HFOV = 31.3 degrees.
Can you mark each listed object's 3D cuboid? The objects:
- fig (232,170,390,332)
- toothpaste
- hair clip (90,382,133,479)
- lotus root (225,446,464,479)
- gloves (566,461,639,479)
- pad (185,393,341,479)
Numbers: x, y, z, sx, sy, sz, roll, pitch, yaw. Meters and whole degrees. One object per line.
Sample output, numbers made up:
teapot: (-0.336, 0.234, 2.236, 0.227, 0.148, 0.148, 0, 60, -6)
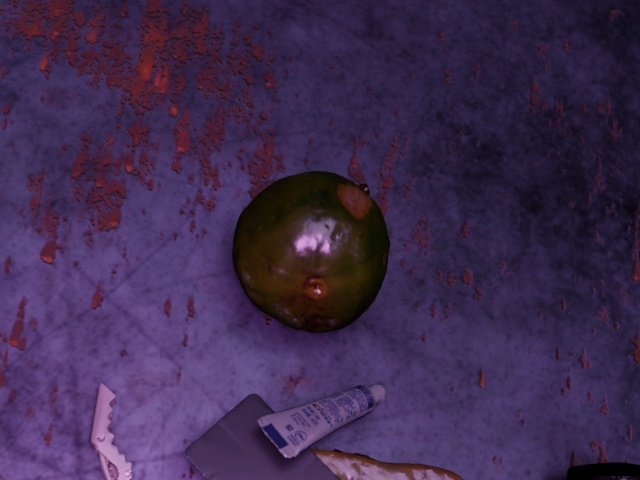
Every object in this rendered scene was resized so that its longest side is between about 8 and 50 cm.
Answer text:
fig: (0.000, 0.000, 1.423, 0.195, 0.195, 0.245, 32, 30, -1)
toothpaste: (0.009, 0.205, 1.353, 0.062, 0.037, 0.216, 44, 32, 23)
hair clip: (-0.235, 0.275, 1.313, 0.072, 0.034, 0.226, -19, 74, -20)
lotus root: (0.022, 0.401, 1.296, 0.390, 0.111, 0.375, -35, 77, -22)
gloves: (0.382, 0.381, 1.390, 0.164, 0.124, 0.203, -3, 91, 7)
pad: (-0.063, 0.260, 1.294, 0.112, 0.003, 0.157, -40, 74, -23)
